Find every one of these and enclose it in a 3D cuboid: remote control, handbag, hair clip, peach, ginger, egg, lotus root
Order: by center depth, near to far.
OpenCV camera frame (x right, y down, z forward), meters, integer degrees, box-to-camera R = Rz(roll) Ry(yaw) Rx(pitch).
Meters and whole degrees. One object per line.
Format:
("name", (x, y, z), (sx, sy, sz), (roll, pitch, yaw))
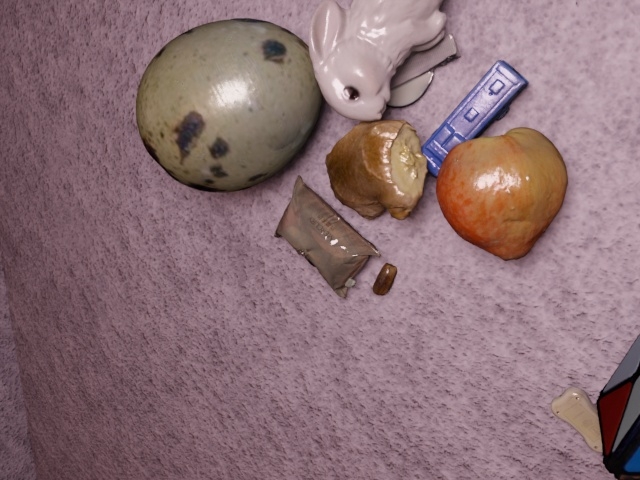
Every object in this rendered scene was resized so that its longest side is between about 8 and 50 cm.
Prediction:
("peach", (0.318, -0.075, 0.766), (0.233, 0.232, 0.232), (6, 103, 30))
("remote control", (0.508, 0.340, 0.839), (0.122, 0.032, 0.074), (45, 118, 15))
("ginger", (0.113, -0.126, 0.883), (0.221, 0.130, 0.275), (54, 158, 22))
("hair clip", (0.173, -0.350, 0.896), (0.220, 0.054, 0.140), (-16, 95, 35))
("egg", (-0.194, -0.289, 0.954), (0.428, 0.345, 0.345), (-27, 85, 29))
("lotus root", (0.146, 0.093, 1.008), (0.037, 0.030, 0.083), (31, 115, 21))
("handbag", (0.000, 0.000, 1.032), (0.270, 0.117, 0.182), (44, 126, 15))

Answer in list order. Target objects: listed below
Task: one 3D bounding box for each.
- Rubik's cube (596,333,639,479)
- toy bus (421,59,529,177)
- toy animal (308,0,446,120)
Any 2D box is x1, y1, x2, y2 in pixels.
("Rubik's cube", (0.596, 0.262, 0.646), (0.246, 0.250, 0.248), (28, 110, 23))
("toy bus", (0.274, -0.224, 0.831), (0.079, 0.094, 0.236), (48, 120, 15))
("toy animal", (0.097, -0.404, 0.786), (0.258, 0.194, 0.357), (30, 101, -15))
